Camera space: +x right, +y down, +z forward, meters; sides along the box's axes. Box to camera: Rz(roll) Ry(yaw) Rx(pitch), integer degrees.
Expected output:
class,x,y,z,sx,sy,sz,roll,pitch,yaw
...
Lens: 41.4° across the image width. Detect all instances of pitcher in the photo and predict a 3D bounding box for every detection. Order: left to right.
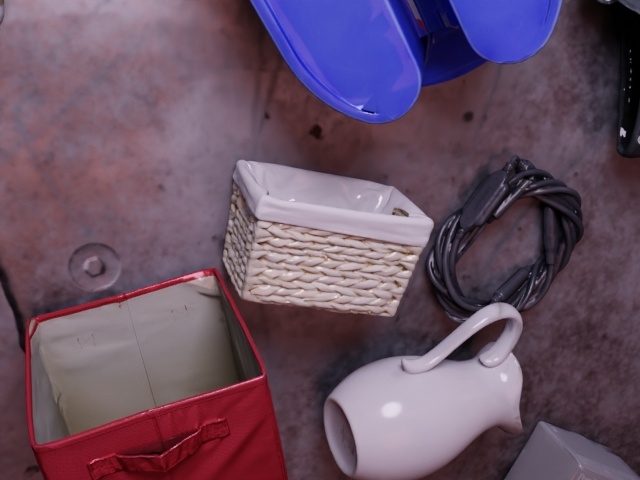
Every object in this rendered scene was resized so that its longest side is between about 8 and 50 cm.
class,x,y,z,sx,sy,sz,roll,pitch,yaw
pitcher,0.113,0.154,0.871,0.207,0.125,0.178,-12,122,-22

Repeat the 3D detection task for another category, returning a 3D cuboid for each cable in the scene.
class,x,y,z,sx,sy,sz,roll,pitch,yaw
cable,0.194,0.011,0.894,0.150,0.047,0.185,31,96,-31

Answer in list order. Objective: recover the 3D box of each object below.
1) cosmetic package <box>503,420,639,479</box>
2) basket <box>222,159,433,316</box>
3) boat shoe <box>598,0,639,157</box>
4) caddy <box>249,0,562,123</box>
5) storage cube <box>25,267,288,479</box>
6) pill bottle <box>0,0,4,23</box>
class,x,y,z,sx,sy,sz,roll,pitch,yaw
cosmetic package,0.271,0.351,1.015,0.127,0.107,0.238,21,105,-21
basket,0.000,0.000,0.782,0.167,0.113,0.103,7,110,-20
boat shoe,0.303,-0.230,0.794,0.113,0.127,0.340,-12,118,11
caddy,0.047,-0.263,0.665,0.241,0.179,0.341,-22,118,17
storage cube,-0.141,0.170,0.749,0.183,0.215,0.193,-16,120,-13
pill bottle,-0.299,-0.272,0.555,0.153,0.153,0.265,-5,111,-17
